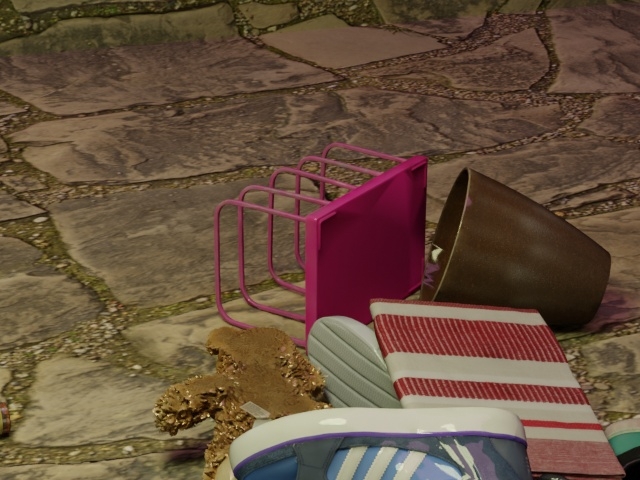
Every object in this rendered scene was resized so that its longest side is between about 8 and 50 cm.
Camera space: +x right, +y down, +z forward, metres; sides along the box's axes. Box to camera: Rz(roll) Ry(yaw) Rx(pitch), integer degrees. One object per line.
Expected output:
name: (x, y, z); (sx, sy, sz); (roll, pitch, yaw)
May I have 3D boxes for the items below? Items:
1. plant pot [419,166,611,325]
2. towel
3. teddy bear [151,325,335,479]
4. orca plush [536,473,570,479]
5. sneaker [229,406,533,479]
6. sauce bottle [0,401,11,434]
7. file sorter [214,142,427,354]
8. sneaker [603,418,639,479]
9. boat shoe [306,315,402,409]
plant pot: (0.280, 0.032, 2.318); (0.230, 0.215, 0.215); (17, 24, -4)
towel: (0.196, 0.179, 1.945); (0.237, 0.037, 0.329); (5, 31, -15)
teddy bear: (-0.066, 0.230, 1.925); (0.245, 0.113, 0.338); (-6, 30, -24)
orca plush: (0.268, 0.329, 1.754); (0.287, 0.151, 0.102); (9, -7, 20)
sneaker: (0.065, 0.300, 1.685); (0.322, 0.130, 0.236); (-5, 64, 7)
sauce bottle: (-0.435, 0.222, 1.969); (0.128, 0.042, 0.042); (-10, 28, -22)
file sorter: (0.000, 0.000, 2.327); (0.182, 0.202, 0.290); (15, 26, 30)
sneaker: (0.469, 0.275, 1.903); (0.302, 0.108, 0.121); (-1, 24, 10)
boat shoe: (0.123, 0.198, 2.030); (0.119, 0.121, 0.335); (-11, 38, -45)
